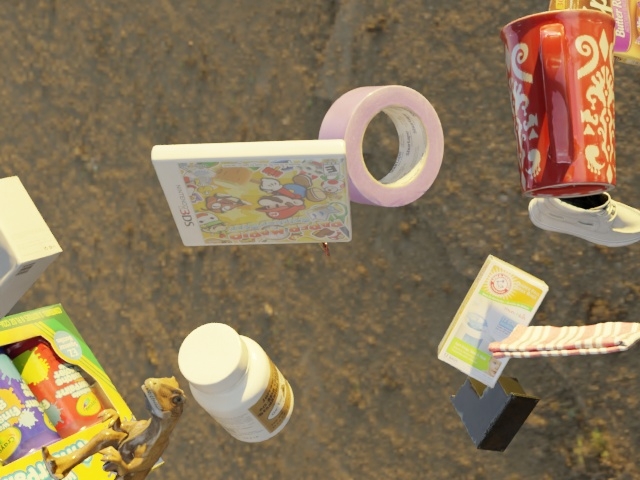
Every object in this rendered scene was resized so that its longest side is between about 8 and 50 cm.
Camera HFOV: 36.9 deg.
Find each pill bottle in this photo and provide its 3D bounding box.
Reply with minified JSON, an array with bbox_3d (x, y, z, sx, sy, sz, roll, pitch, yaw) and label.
[{"bbox_3d":[-0.135,0.225,1.528,0.131,0.131,0.229,61,180,35],"label":"pill bottle"}]

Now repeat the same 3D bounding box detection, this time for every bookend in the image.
[{"bbox_3d":[0.364,0.334,2.026,0.156,0.072,0.157,-64,30,26],"label":"bookend"}]

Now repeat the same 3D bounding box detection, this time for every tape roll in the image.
[{"bbox_3d":[0.096,-0.148,1.510,0.080,0.189,0.188,11,100,58],"label":"tape roll"}]

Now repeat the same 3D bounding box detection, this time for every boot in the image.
[{"bbox_3d":[0.558,-0.055,1.922,0.123,0.259,0.095,123,152,-70],"label":"boot"}]

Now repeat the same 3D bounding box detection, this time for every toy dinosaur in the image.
[{"bbox_3d":[-0.142,0.162,0.705,0.064,0.112,0.211,60,150,12],"label":"toy dinosaur"}]

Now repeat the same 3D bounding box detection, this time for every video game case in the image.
[{"bbox_3d":[-0.077,-0.054,1.194,0.206,0.227,0.026,82,-174,-60],"label":"video game case"}]

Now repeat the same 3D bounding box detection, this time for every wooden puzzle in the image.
[{"bbox_3d":[0.000,0.000,1.695,0.049,0.006,0.083,56,172,26],"label":"wooden puzzle"}]

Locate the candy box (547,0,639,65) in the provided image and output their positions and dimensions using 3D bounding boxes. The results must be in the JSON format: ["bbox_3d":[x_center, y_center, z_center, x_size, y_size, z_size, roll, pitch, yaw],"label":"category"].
[{"bbox_3d":[0.432,-0.327,1.425,0.187,0.053,0.109,15,93,13],"label":"candy box"}]

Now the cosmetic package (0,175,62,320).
[{"bbox_3d":[-0.375,0.039,1.030,0.239,0.060,0.098,-40,81,36],"label":"cosmetic package"}]

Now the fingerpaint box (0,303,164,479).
[{"bbox_3d":[-0.529,0.328,1.625,0.163,0.445,0.371,-39,79,22],"label":"fingerpaint box"}]

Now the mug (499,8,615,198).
[{"bbox_3d":[0.229,-0.132,0.949,0.113,0.150,0.169,-8,82,45],"label":"mug"}]

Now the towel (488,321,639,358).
[{"bbox_3d":[0.352,0.139,1.364,0.197,0.144,0.029,-7,92,27],"label":"towel"}]

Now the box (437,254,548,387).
[{"bbox_3d":[0.304,0.140,1.704,0.203,0.114,0.103,-62,-4,7],"label":"box"}]
